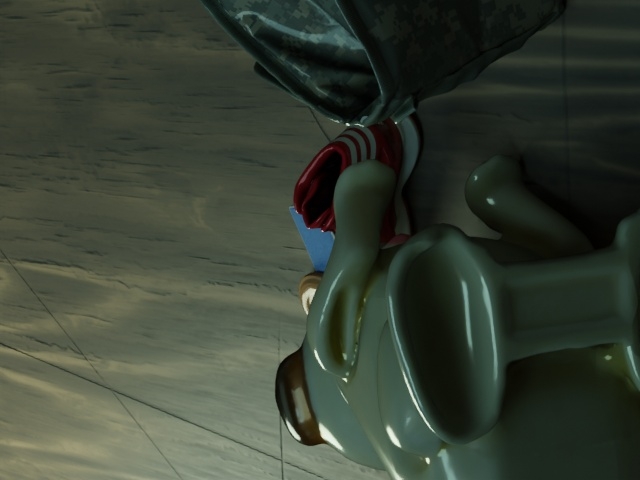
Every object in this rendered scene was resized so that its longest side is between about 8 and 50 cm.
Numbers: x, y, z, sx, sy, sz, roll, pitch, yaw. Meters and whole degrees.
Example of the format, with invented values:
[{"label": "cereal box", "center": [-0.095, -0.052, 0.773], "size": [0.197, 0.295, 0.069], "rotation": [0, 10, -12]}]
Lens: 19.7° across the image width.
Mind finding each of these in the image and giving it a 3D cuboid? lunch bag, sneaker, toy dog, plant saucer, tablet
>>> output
[{"label": "lunch bag", "center": [0.031, -0.232, 1.451], "size": [0.287, 0.235, 0.169], "rotation": [54, 140, 8]}, {"label": "sneaker", "center": [0.020, -0.021, 1.727], "size": [0.087, 0.128, 0.221], "rotation": [33, 137, 34]}, {"label": "toy dog", "center": [0.129, 0.113, 1.577], "size": [0.408, 0.284, 0.395], "rotation": [12, 117, 67]}, {"label": "plant saucer", "center": [0.008, 0.071, 1.911], "size": [0.083, 0.013, 0.083], "rotation": [33, 144, 29]}, {"label": "tablet", "center": [0.000, 0.000, 1.879], "size": [0.054, 0.006, 0.083], "rotation": [-5, 113, 53]}]
